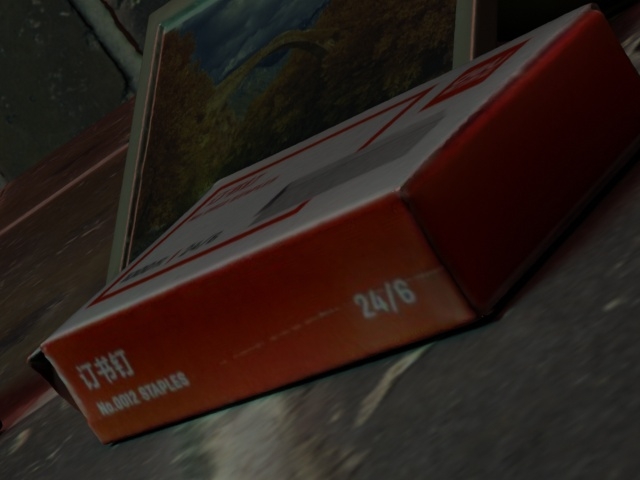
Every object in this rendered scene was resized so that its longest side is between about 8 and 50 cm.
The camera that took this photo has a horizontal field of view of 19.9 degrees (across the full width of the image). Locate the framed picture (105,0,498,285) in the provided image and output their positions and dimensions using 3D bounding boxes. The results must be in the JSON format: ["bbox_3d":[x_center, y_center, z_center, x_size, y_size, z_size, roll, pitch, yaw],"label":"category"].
[{"bbox_3d":[-0.011,-0.073,0.820,0.250,0.016,0.184,-23,51,44],"label":"framed picture"}]

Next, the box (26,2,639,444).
[{"bbox_3d":[0.000,0.000,0.631,0.229,0.050,0.123,-22,16,50],"label":"box"}]

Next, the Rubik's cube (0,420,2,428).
[{"bbox_3d":[-0.222,0.085,0.831,0.092,0.092,0.092,-25,14,43],"label":"Rubik's cube"}]

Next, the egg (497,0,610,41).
[{"bbox_3d":[0.096,-0.154,0.847,0.152,0.114,0.114,-35,10,12],"label":"egg"}]
